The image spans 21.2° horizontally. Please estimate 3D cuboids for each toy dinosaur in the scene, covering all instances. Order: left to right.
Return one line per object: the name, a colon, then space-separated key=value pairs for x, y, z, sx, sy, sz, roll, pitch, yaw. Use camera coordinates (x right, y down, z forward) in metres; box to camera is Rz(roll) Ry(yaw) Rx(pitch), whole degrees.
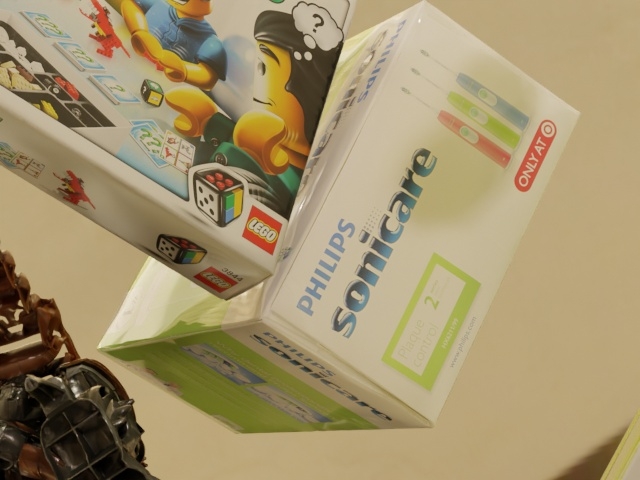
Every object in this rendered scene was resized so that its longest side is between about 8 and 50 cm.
toy dinosaur: x=-0.162 y=0.129 z=0.970 sx=0.164 sy=0.322 sz=0.218 roll=-40 pitch=5 yaw=7

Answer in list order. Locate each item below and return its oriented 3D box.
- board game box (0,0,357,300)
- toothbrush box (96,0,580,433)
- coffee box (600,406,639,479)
board game box: x=-0.129 y=-0.126 z=0.857 sx=0.053 sy=0.305 sz=0.193 roll=-27 pitch=38 yaw=48
toothbrush box: x=0.000 y=0.000 z=1.037 sx=0.206 sy=0.122 sz=0.283 roll=-63 pitch=17 yaw=-19
coffee box: x=0.329 y=0.097 z=0.793 sx=0.334 sy=0.338 sz=0.338 roll=28 pitch=26 yaw=12
